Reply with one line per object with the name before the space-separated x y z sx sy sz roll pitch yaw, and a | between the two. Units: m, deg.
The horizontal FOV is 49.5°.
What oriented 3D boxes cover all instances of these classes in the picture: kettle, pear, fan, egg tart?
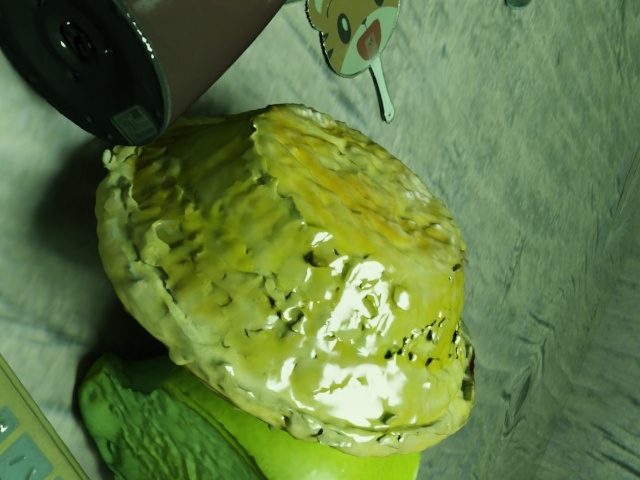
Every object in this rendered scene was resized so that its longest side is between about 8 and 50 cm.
kettle | -0.105 -0.206 0.464 0.202 0.144 0.232 50 55 -20
pear | -0.034 0.135 0.630 0.282 0.287 0.176 -27 110 -45
fan | 0.055 -0.221 0.769 0.152 0.008 0.226 -52 143 -24
egg tart | 0.001 0.001 0.529 0.341 0.341 0.132 -7 142 -53

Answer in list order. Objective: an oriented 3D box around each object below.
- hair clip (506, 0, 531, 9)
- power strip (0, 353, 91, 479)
hair clip | 0.299 -0.408 0.912 0.070 0.039 0.229 -52 166 -23
power strip | -0.250 0.131 0.488 0.092 0.066 0.387 -47 140 -33
